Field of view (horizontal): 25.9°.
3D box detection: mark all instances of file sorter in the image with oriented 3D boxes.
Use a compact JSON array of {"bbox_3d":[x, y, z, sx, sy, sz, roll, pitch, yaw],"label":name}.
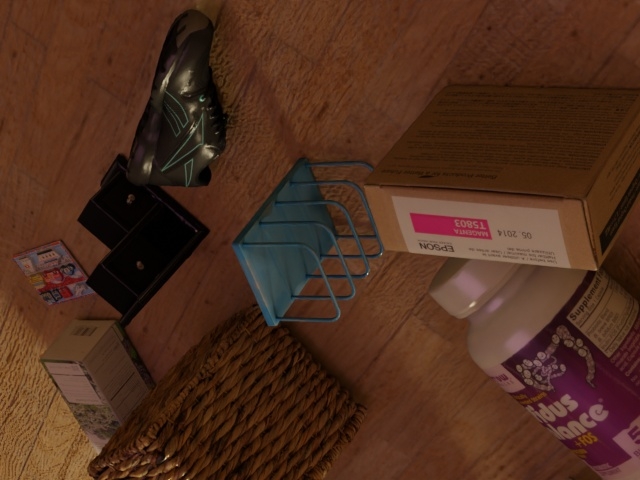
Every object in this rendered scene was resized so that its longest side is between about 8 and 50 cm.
[{"bbox_3d":[0.000,0.000,1.588,0.104,0.170,0.118,0,127,32],"label":"file sorter"}]

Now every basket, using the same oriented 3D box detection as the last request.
[{"bbox_3d":[-0.128,0.269,1.829,0.223,0.299,0.213,46,140,-9],"label":"basket"}]

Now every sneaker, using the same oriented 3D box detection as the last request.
[{"bbox_3d":[-0.152,-0.160,1.631,0.106,0.101,0.267,17,139,-8],"label":"sneaker"}]

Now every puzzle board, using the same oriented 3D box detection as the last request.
[{"bbox_3d":[-0.392,0.051,2.049,0.128,0.011,0.096,-15,117,44],"label":"puzzle board"}]

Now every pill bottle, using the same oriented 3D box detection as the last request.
[{"bbox_3d":[0.265,0.111,1.490,0.301,0.169,0.169,42,140,-4],"label":"pill bottle"}]

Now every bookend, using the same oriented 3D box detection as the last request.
[{"bbox_3d":[-0.253,-0.001,1.785,0.157,0.156,0.072,41,140,-2],"label":"bookend"}]

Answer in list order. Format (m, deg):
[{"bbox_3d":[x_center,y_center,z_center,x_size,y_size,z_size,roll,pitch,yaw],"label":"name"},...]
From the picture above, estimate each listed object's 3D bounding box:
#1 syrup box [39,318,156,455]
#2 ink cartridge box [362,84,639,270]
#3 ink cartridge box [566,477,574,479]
[{"bbox_3d":[-0.312,0.237,2.095,0.093,0.096,0.237,-1,128,37],"label":"syrup box"},{"bbox_3d":[0.190,-0.067,1.361,0.234,0.193,0.088,7,130,33],"label":"ink cartridge box"},{"bbox_3d":[0.332,0.373,1.766,0.104,0.060,0.180,30,139,12],"label":"ink cartridge box"}]
